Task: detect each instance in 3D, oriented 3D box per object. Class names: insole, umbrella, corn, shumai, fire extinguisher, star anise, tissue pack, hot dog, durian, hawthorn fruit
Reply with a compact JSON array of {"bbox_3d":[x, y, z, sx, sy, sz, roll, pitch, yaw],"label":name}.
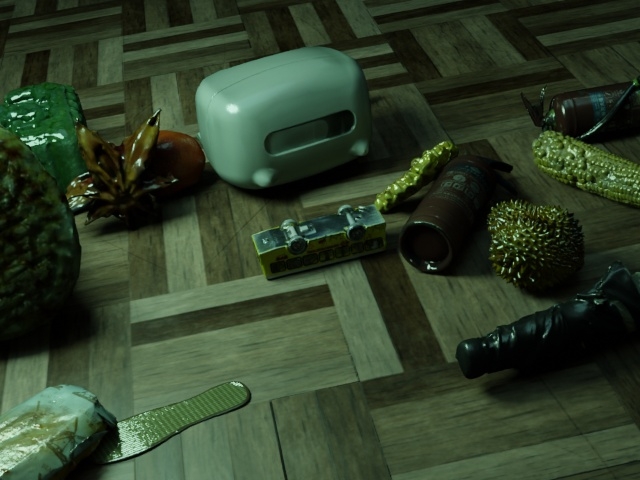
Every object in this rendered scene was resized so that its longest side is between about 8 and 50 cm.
[{"bbox_3d":[-0.219,0.259,1.528,0.253,0.005,0.086,-21,34,-20],"label":"insole"},{"bbox_3d":[0.357,0.111,1.527,0.358,0.113,0.106,-16,55,-12],"label":"umbrella"},{"bbox_3d":[0.495,-0.124,1.898,0.086,0.086,0.288,-30,40,-31],"label":"corn"},{"bbox_3d":[-0.568,-0.031,1.796,0.395,0.395,0.348,-7,11,2],"label":"shumai"},{"bbox_3d":[0.257,-0.066,1.862,0.138,0.102,0.344,35,41,5],"label":"fire extinguisher"},{"bbox_3d":[-0.415,-0.115,1.999,0.346,0.237,0.148,-35,30,26],"label":"star anise"},{"bbox_3d":[-0.061,-0.237,2.072,0.333,0.229,0.236,-19,34,-19],"label":"tissue pack"},{"bbox_3d":[0.566,-0.271,2.079,0.341,0.141,0.105,-9,4,-2],"label":"fire extinguisher"},{"bbox_3d":[-0.400,0.290,1.454,0.162,0.082,0.270,17,33,26],"label":"hot dog"},{"bbox_3d":[0.339,0.007,1.689,0.168,0.137,0.158,16,57,13],"label":"durian"},{"bbox_3d":[-0.295,-0.157,2.096,0.138,0.133,0.133,-7,24,-42],"label":"hawthorn fruit"}]

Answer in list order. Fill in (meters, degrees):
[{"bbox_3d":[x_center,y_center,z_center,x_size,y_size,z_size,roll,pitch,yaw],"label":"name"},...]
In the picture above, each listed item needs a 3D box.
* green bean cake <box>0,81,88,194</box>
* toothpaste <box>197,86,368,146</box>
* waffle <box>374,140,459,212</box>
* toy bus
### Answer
[{"bbox_3d":[-0.632,-0.191,2.199,0.308,0.169,0.300,-16,33,-10],"label":"green bean cake"},{"bbox_3d":[-0.072,-0.268,2.286,0.392,0.061,0.099,-22,47,-17],"label":"toothpaste"},{"bbox_3d":[0.180,-0.120,1.965,0.194,0.051,0.149,-42,2,-32],"label":"waffle"},{"bbox_3d":[0.000,0.000,1.827,0.226,0.074,0.081,-14,31,-9],"label":"toy bus"}]
